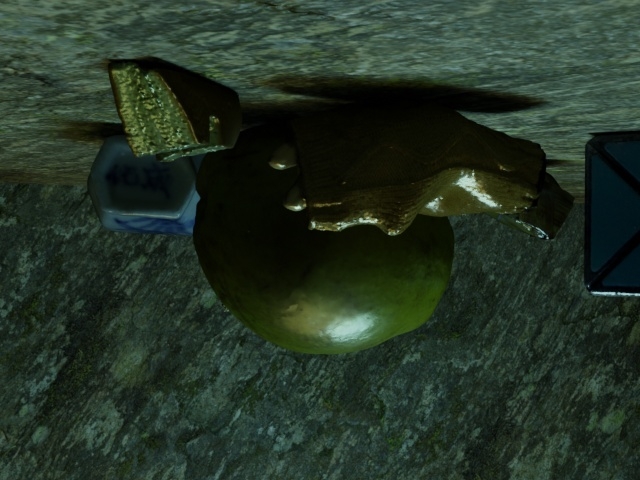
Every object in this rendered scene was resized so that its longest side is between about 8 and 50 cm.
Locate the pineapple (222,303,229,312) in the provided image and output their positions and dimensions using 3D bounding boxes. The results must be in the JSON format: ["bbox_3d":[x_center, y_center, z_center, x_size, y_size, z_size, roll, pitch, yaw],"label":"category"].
[{"bbox_3d":[-0.170,-0.010,1.854,0.223,0.357,0.223,3,-177,0],"label":"pineapple"}]

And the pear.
[{"bbox_3d":[0.000,0.000,1.274,0.413,0.352,0.352,19,178,-8],"label":"pear"}]

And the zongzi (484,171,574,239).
[{"bbox_3d":[0.369,-0.123,1.836,0.300,0.138,0.286,20,-170,-7],"label":"zongzi"}]

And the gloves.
[{"bbox_3d":[0.106,-0.097,1.048,0.356,0.155,0.203,-4,-168,-20],"label":"gloves"}]

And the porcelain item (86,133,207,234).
[{"bbox_3d":[-0.302,-0.101,1.554,0.242,0.178,0.405,3,177,-5],"label":"porcelain item"}]

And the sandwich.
[{"bbox_3d":[-0.157,-0.137,0.957,0.090,0.088,0.244,-2,179,15],"label":"sandwich"}]

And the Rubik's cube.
[{"bbox_3d":[0.577,-0.040,1.339,0.260,0.259,0.255,-3,179,34],"label":"Rubik's cube"}]
